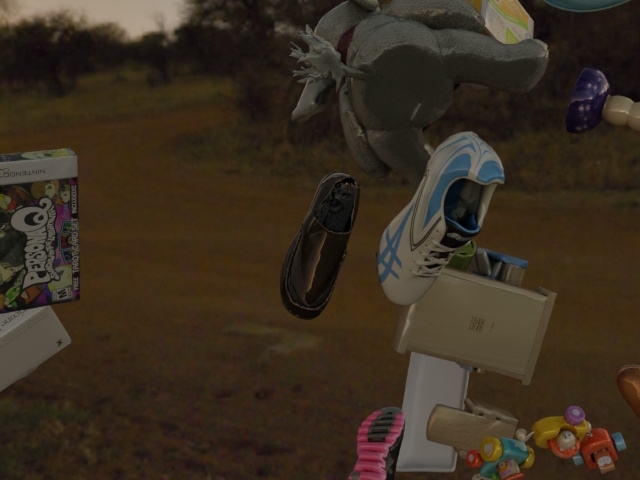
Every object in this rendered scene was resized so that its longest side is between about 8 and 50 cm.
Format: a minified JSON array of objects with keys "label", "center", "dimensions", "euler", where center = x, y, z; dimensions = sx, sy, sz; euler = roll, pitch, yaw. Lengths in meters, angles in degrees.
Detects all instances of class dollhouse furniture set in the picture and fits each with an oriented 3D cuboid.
[{"label":"dollhouse furniture set","center":[0.187,0.143,1.402],"dimensions":[0.198,0.287,0.303],"euler":[15,4,-8]}]

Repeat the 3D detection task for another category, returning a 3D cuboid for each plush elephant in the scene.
[{"label":"plush elephant","center":[0.089,-0.244,1.267],"dimensions":[0.329,0.272,0.255],"euler":[20,25,-21]}]

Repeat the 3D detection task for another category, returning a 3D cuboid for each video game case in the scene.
[{"label":"video game case","center":[-0.448,-0.007,1.285],"dimensions":[0.210,0.232,0.042],"euler":[-9,25,-32]}]

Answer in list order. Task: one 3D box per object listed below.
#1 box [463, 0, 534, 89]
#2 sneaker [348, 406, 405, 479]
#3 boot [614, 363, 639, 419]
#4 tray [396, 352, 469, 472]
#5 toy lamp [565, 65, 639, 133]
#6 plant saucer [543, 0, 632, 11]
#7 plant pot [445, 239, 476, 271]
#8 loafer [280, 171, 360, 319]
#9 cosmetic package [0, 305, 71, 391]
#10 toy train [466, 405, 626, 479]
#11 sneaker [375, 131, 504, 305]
[{"label":"box","center":[0.254,-0.335,1.442],"dimensions":[0.103,0.114,0.203],"euler":[-4,-17,33]},{"label":"sneaker","center":[0.061,0.227,0.926],"dimensions":[0.047,0.057,0.119],"euler":[0,47,29]},{"label":"boot","center":[0.491,0.276,1.303],"dimensions":[0.073,0.197,0.152],"euler":[-49,-11,30]},{"label":"tray","center":[0.205,0.272,1.582],"dimensions":[0.030,0.270,0.145],"euler":[30,-29,-34]},{"label":"toy lamp","center":[0.377,-0.097,0.868],"dimensions":[0.274,0.080,0.080],"euler":[20,23,27]},{"label":"plant saucer","center":[0.435,-0.476,1.322],"dimensions":[0.043,0.318,0.317],"euler":[17,-6,-43]},{"label":"plant pot","center":[0.194,0.025,1.361],"dimensions":[0.083,0.079,0.083],"euler":[11,51,-13]},{"label":"loafer","center":[0.000,0.000,1.254],"dimensions":[0.080,0.220,0.078],"euler":[16,-12,-5]},{"label":"cosmetic package","center":[-0.655,0.095,1.689],"dimensions":[0.197,0.155,0.365],"euler":[-38,61,-21]},{"label":"toy train","center":[0.237,0.230,0.942],"dimensions":[0.166,0.125,0.046],"euler":[-20,47,6]},{"label":"sneaker","center":[0.127,-0.007,0.995],"dimensions":[0.085,0.237,0.086],"euler":[2,42,-24]}]
